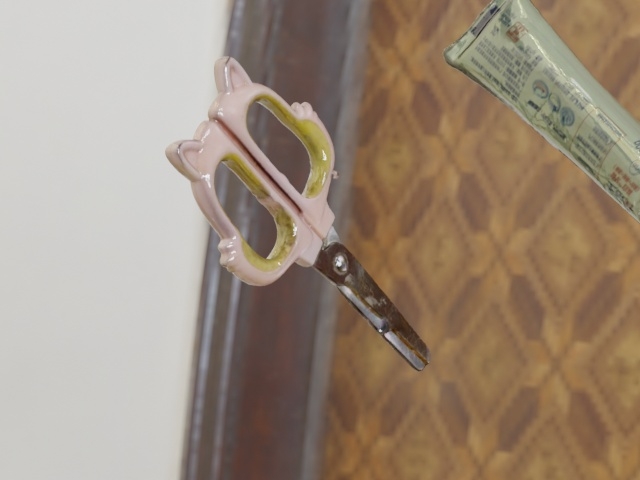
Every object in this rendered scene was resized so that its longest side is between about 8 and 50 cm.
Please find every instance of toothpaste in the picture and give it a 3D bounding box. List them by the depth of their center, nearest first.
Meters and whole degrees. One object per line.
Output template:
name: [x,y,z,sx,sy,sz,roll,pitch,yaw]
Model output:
toothpaste: [0.180,-0.085,1.256,0.268,0.047,0.069,50,132,39]

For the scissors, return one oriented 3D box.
scissors: [0.000,0.000,1.388,0.024,0.317,0.160,-7,47,42]
